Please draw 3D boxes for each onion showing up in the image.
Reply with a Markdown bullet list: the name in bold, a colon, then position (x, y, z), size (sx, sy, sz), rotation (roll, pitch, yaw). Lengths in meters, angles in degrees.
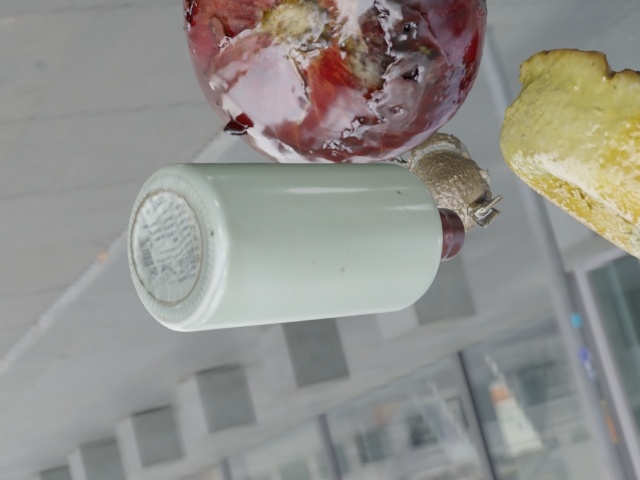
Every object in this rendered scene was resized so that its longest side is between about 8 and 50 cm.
- **onion**: position (0.012, -0.198, 1.189), size (0.276, 0.276, 0.276), rotation (-14, 168, -3)

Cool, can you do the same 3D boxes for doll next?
- **doll**: position (0.186, -0.068, 1.904), size (0.115, 0.221, 0.105), rotation (-12, 127, -17)

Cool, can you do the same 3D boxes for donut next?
- **donut**: position (0.176, -0.033, 0.768), size (0.065, 0.178, 0.162), rotation (-55, 159, -7)

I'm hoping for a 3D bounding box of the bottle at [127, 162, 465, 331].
- **bottle**: position (0.000, 0.000, 0.896), size (0.245, 0.104, 0.104), rotation (-3, 163, -41)
